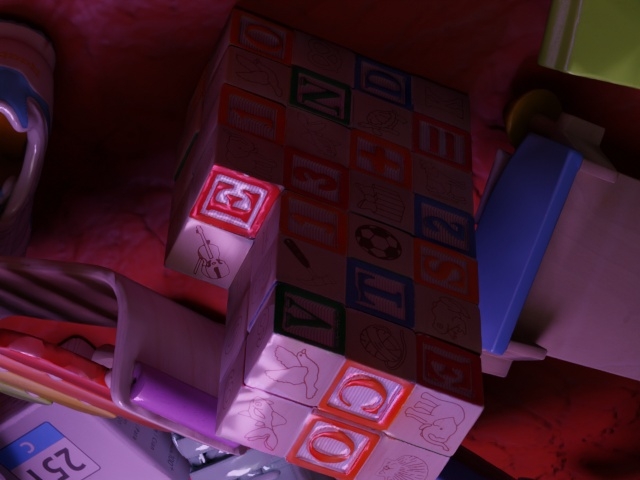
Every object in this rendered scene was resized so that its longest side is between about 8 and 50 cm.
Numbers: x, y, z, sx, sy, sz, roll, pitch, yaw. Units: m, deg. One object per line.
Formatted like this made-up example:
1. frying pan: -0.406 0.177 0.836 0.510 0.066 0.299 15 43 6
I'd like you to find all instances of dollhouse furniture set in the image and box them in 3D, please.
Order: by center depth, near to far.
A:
1. dollhouse furniture set: 0.164 0.057 1.344 0.286 0.198 0.303 14 100 -38

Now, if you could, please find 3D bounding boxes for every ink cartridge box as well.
1. ink cartridge box: -0.212 0.236 1.502 0.296 0.066 0.261 -32 119 25

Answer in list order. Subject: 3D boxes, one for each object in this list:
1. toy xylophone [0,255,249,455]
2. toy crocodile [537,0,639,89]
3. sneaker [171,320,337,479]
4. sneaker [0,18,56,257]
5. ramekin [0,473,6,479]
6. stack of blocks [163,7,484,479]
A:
1. toy xylophone: -0.159 0.076 1.225 0.236 0.081 0.322 27 163 -38
2. toy crocodile: 0.304 -0.107 1.189 0.340 0.105 0.115 7 99 -2
3. sneaker: -0.055 0.175 1.391 0.094 0.151 0.256 -26 122 23
4. sneaker: -0.230 -0.032 1.272 0.087 0.092 0.229 10 130 -7
5. ramekin: -0.341 0.236 1.360 0.277 0.135 0.277 2 138 2
6. stack of blocks: 0.000 0.000 1.156 0.171 0.297 0.087 19 127 -14
